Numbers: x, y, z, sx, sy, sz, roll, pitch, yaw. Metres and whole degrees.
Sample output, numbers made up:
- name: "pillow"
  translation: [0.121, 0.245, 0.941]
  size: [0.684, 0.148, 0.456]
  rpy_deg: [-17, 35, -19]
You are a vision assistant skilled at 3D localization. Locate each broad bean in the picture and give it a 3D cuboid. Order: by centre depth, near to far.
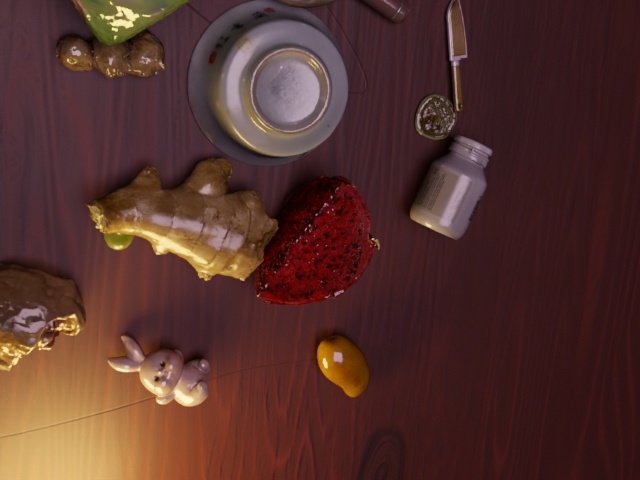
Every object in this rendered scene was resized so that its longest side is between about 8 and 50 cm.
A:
- name: "broad bean"
  translation: [-0.413, -0.020, 1.738]
  size: [0.063, 0.045, 0.083]
  rpy_deg: [-8, 114, -10]

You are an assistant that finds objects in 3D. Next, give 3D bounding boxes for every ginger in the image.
- name: "ginger"
  translation: [-0.402, -0.357, 1.630]
  size: [0.204, 0.080, 0.104]
  rpy_deg: [-7, 74, -18]
- name: "ginger"
  translation: [-0.261, -0.061, 1.712]
  size: [0.375, 0.166, 0.236]
  rpy_deg: [25, 100, -40]

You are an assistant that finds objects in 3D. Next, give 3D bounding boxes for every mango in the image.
- name: "mango"
  translation: [0.060, 0.294, 1.971]
  size: [0.102, 0.085, 0.184]
  rpy_deg: [-38, 119, -6]

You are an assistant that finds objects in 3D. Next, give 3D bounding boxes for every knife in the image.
- name: "knife"
  translation: [0.305, -0.415, 1.896]
  size: [0.046, 0.022, 0.256]
  rpy_deg: [-11, 104, -20]

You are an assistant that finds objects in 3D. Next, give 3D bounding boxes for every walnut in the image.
- name: "walnut"
  translation: [-0.592, 0.144, 1.669]
  size: [0.238, 0.141, 0.204]
  rpy_deg: [-29, 107, -13]

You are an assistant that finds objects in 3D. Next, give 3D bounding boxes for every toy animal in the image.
- name: "toy animal"
  translation: [-0.341, 0.281, 1.806]
  size: [0.212, 0.124, 0.124]
  rpy_deg: [27, 95, -27]

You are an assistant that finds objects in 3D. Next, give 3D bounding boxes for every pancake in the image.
- name: "pancake"
  translation: [0.263, -0.278, 1.921]
  size: [0.108, 0.017, 0.108]
  rpy_deg: [-5, 109, -15]

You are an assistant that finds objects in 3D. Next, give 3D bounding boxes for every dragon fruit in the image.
- name: "dragon fruit"
  translation: [0.000, 0.000, 1.841]
  size: [0.205, 0.152, 0.317]
  rpy_deg: [29, 106, -34]

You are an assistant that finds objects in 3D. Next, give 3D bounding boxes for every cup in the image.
- name: "cup"
  translation: [-0.083, -0.307, 1.712]
  size: [0.347, 0.163, 0.347]
  rpy_deg: [-6, 107, -18]

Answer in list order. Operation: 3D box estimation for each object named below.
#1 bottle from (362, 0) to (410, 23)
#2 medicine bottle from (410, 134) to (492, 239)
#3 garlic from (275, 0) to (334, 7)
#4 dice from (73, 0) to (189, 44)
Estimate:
- name: "bottle"
  translation: [0.123, -0.511, 1.787]
  size: [0.140, 0.053, 0.053]
  rpy_deg: [27, 94, -23]
- name: "medicine bottle"
  translation: [0.301, -0.123, 1.912]
  size: [0.135, 0.135, 0.215]
  rpy_deg: [22, 96, -23]
- name: "garlic"
  translation: [-0.071, -0.559, 1.679]
  size: [0.338, 0.151, 0.196]
  rpy_deg: [2, 71, -15]
- name: "dice"
  translation: [-0.326, -0.545, 1.462]
  size: [0.318, 0.330, 0.322]
  rpy_deg: [-34, 110, -7]
